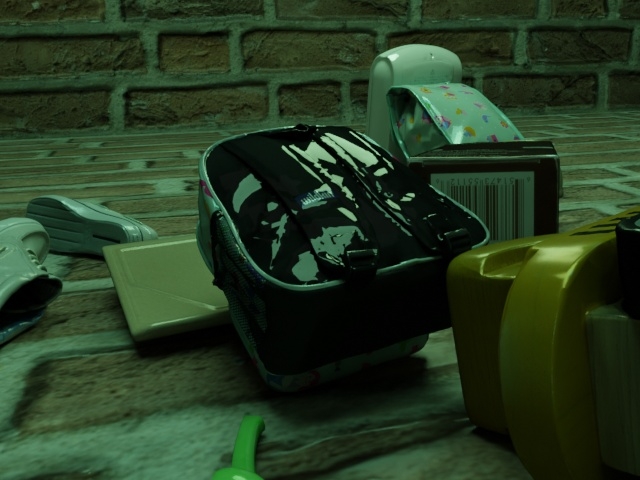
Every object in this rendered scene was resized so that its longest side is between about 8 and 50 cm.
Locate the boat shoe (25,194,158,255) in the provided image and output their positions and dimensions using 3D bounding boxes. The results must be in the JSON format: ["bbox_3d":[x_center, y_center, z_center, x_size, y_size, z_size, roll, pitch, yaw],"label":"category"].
[{"bbox_3d":[-0.353,-0.014,1.025,0.226,0.083,0.075,19,11,25],"label":"boat shoe"}]

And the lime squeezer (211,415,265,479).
[{"bbox_3d":[-0.092,0.164,0.356,0.109,0.059,0.310,8,19,30],"label":"lime squeezer"}]

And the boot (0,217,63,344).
[{"bbox_3d":[-0.353,0.049,0.770,0.123,0.095,0.258,7,24,6],"label":"boot"}]

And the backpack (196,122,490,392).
[{"bbox_3d":[0.000,0.000,0.623,0.225,0.191,0.253,-13,46,-27],"label":"backpack"}]

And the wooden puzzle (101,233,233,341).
[{"bbox_3d":[-0.127,0.046,0.780,0.220,0.044,0.238,-8,24,-24],"label":"wooden puzzle"}]

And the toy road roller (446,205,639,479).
[{"bbox_3d":[0.243,0.057,0.469,0.329,0.203,0.240,-15,10,-37],"label":"toy road roller"}]

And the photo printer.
[{"bbox_3d":[0.230,-0.326,1.645,0.256,0.308,0.107,-13,26,-34],"label":"photo printer"}]

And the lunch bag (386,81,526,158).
[{"bbox_3d":[0.288,-0.256,1.501,0.223,0.160,0.262,-11,57,-29],"label":"lunch bag"}]

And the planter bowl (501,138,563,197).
[{"bbox_3d":[0.419,-0.150,1.368,0.162,0.109,0.162,-2,15,1],"label":"planter bowl"}]

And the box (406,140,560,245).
[{"bbox_3d":[0.255,-0.073,0.994,0.191,0.143,0.381,0,9,17],"label":"box"}]
